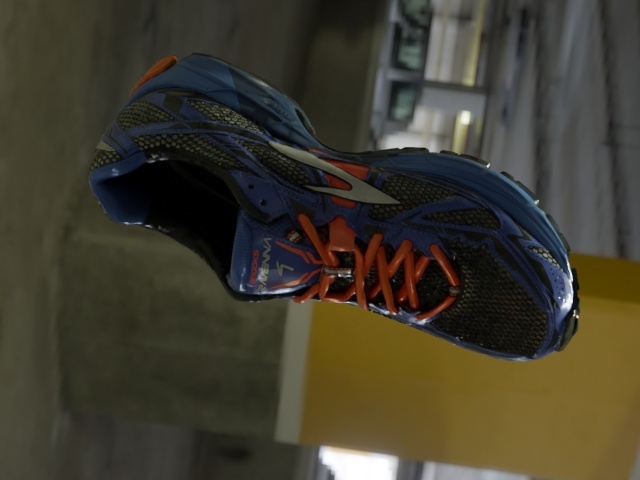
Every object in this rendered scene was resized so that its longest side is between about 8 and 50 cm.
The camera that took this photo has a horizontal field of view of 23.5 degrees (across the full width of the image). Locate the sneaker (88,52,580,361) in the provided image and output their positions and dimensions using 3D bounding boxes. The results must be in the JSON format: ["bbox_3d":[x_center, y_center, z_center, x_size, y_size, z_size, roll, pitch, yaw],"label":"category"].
[{"bbox_3d":[0.000,0.000,0.632,0.087,0.221,0.083,-47,152,-49],"label":"sneaker"}]
